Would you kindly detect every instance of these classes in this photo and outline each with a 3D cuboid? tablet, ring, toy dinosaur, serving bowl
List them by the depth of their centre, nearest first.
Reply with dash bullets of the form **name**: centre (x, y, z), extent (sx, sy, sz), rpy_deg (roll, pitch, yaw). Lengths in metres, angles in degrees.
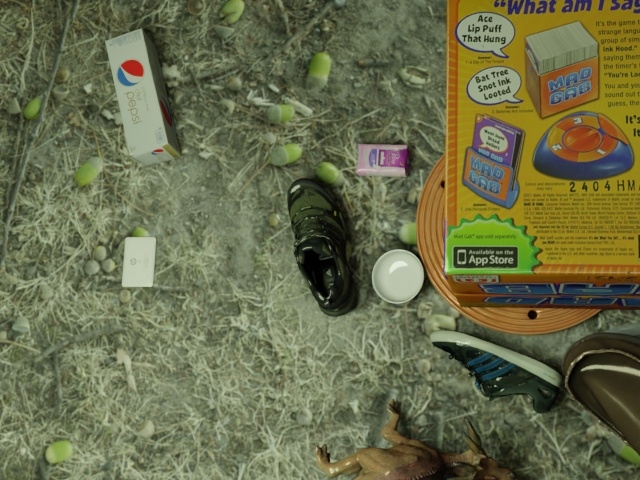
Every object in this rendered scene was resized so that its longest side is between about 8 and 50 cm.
- **toy dinosaur**: centre (0.122, 0.321, 1.310), extent (0.200, 0.295, 0.127), rpy_deg (2, 105, 49)
- **ring**: centre (0.313, -0.023, 1.441), extent (0.336, 0.032, 0.337), rpy_deg (-2, 79, 11)
- **serving bowl**: centre (0.123, 0.057, 1.462), extent (0.083, 0.027, 0.083), rpy_deg (-4, 79, 22)
- **tablet**: centre (-0.299, 0.035, 1.562), extent (0.054, 0.006, 0.083), rpy_deg (-1, 77, 11)

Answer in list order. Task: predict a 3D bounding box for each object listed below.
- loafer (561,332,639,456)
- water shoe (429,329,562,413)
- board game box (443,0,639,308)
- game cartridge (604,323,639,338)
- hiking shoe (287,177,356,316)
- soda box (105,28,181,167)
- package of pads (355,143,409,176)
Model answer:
- **loafer**: centre (0.481, 0.254, 1.267), extent (0.366, 0.130, 0.134), rpy_deg (34, 120, 23)
- **water shoe**: centre (0.248, 0.192, 1.389), extent (0.203, 0.073, 0.080), rpy_deg (19, 84, 15)
- **board game box**: centre (0.353, -0.103, 1.246), extent (0.356, 0.356, 0.356), rpy_deg (0, 80, 12)
- **game cartridge**: centre (0.452, 0.151, 1.389), extent (0.083, 0.017, 0.056), rpy_deg (-11, 79, 8)
- **hiking shoe**: centre (0.000, 0.000, 1.457), extent (0.086, 0.114, 0.227), rpy_deg (-20, 75, 5)
- **soda box**: centre (-0.296, -0.237, 1.587), extent (0.069, 0.074, 0.216), rpy_deg (-16, 75, 7)
- **package of pads**: centre (0.099, -0.127, 1.510), extent (0.083, 0.032, 0.050), rpy_deg (3, 81, 11)
